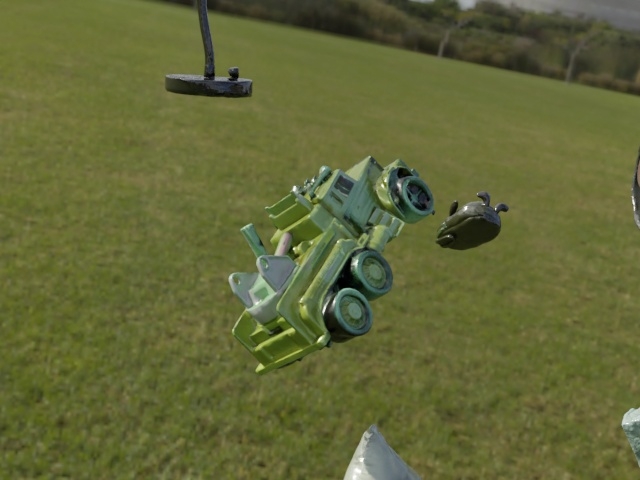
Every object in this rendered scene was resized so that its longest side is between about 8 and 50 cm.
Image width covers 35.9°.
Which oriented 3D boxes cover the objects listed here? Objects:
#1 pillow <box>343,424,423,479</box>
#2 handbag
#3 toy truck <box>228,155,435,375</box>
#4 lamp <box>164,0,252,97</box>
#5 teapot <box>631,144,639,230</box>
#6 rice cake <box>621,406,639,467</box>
[{"bbox_3d":[0.079,0.318,0.999,0.078,0.254,0.144,7,52,43],"label":"pillow"},{"bbox_3d":[0.194,-0.019,1.317,0.072,0.111,0.047,32,51,-20],"label":"handbag"},{"bbox_3d":[0.003,0.000,0.968,0.128,0.135,0.259,-30,15,44],"label":"toy truck"},{"bbox_3d":[-0.179,-0.345,1.229,0.109,0.371,0.130,-14,4,23],"label":"lamp"},{"bbox_3d":[0.765,-0.073,1.793,0.362,0.305,0.376,8,58,2],"label":"teapot"},{"bbox_3d":[0.557,0.360,1.622,0.063,0.206,0.069,-18,14,36],"label":"rice cake"}]
